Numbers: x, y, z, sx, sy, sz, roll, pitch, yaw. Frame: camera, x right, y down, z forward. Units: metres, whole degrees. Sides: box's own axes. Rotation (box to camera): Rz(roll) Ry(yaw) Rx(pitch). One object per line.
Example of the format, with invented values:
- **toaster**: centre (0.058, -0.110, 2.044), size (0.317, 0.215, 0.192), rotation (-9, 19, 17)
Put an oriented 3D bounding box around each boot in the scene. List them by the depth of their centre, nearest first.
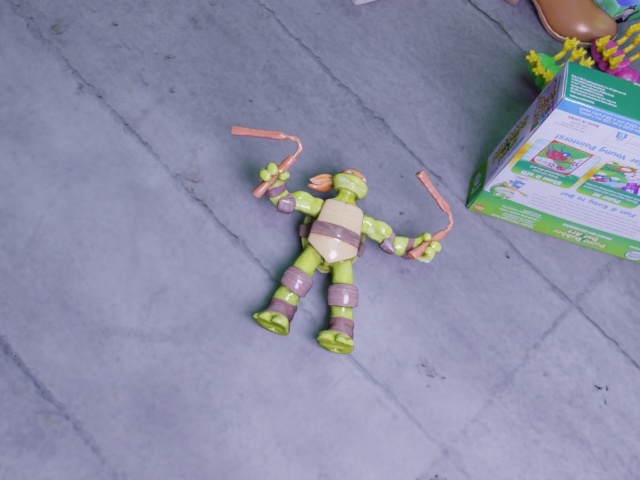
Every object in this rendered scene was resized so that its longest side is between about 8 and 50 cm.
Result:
- **boot**: centre (0.344, -0.353, 1.033), size (0.197, 0.152, 0.073), rotation (27, 63, -1)

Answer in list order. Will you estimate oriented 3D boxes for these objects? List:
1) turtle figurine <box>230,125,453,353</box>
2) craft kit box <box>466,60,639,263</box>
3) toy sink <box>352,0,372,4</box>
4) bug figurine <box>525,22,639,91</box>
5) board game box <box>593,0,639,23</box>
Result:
- **turtle figurine**: centre (0.000, 0.000, 0.833), size (0.269, 0.087, 0.217), rotation (23, 71, -12)
- **craft kit box**: centre (0.326, -0.072, 0.852), size (0.250, 0.246, 0.061), rotation (17, 61, -6)
- **toy sink**: centre (0.108, -0.440, 0.972), size (0.153, 0.234, 0.131), rotation (-21, 73, -20)
- **bug figurine**: centre (0.381, -0.175, 1.007), size (0.279, 0.072, 0.216), rotation (-20, 75, -22)
- **board game box**: centre (0.458, -0.483, 1.178), size (0.213, 0.046, 0.317), rotation (-15, 71, -20)
